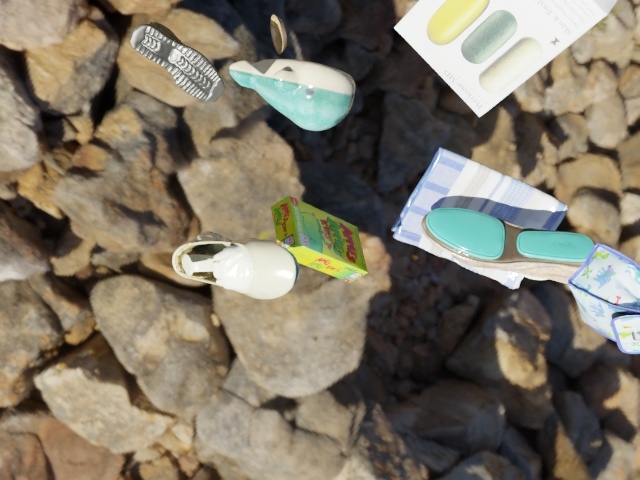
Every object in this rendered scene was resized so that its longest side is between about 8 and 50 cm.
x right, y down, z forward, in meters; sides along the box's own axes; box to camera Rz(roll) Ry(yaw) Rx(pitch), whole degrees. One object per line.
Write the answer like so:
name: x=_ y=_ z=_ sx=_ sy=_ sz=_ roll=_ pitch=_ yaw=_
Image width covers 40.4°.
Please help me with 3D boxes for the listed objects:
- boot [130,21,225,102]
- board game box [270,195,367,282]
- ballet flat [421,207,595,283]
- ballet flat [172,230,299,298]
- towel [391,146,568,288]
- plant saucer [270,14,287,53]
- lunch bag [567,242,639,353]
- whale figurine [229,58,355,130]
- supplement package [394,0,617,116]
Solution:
boot: x=-0.263 y=-0.353 z=1.671 sx=0.198 sy=0.137 sz=0.077 roll=41 pitch=104 yaw=-15
board game box: x=0.000 y=0.000 z=1.431 sx=0.043 sy=0.092 sz=0.181 roll=-30 pitch=147 yaw=30
ballet flat: x=0.334 y=0.023 z=1.575 sx=0.106 sy=0.315 sz=0.108 roll=88 pitch=19 yaw=-58
ballet flat: x=-0.128 y=0.036 z=1.198 sx=0.086 sy=0.248 sz=0.086 roll=-4 pitch=96 yaw=-36
towel: x=0.302 y=-0.036 z=1.651 sx=0.284 sy=0.034 sz=0.209 roll=23 pitch=116 yaw=-12
plant saucer: x=-0.088 y=-0.445 z=1.876 sx=0.015 sy=0.083 sz=0.084 roll=-13 pitch=118 yaw=-16
lunch bag: x=0.435 y=0.095 z=1.215 sx=0.096 sy=0.151 sz=0.129 roll=-51 pitch=142 yaw=-10
whale figurine: x=-0.063 y=-0.318 z=1.877 sx=0.216 sy=0.271 sz=0.141 roll=-28 pitch=129 yaw=-76
supplement package: x=0.292 y=-0.365 z=1.298 sx=0.199 sy=0.262 sz=0.198 roll=45 pitch=49 yaw=-5
